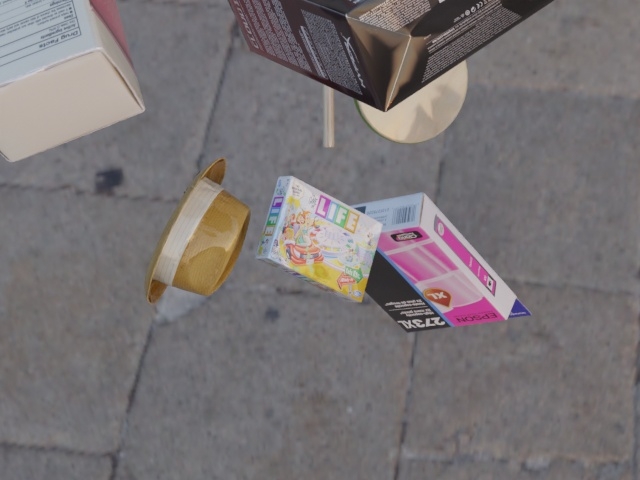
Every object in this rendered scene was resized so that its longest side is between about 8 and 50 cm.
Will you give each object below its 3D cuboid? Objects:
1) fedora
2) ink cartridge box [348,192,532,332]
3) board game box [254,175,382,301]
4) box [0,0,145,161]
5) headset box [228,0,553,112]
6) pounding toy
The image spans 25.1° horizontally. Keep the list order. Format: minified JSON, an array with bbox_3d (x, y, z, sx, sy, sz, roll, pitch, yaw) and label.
[{"bbox_3d":[-0.135,0.000,1.687,0.079,0.194,0.194,27,56,5],"label":"fedora"},{"bbox_3d":[0.159,0.057,2.136,0.175,0.371,0.069,-10,57,31],"label":"ink cartridge box"},{"bbox_3d":[0.000,0.000,1.708,0.026,0.154,0.103,-2,68,50],"label":"board game box"},{"bbox_3d":[-0.275,-0.217,1.358,0.148,0.127,0.232,-20,65,5],"label":"box"},{"bbox_3d":[0.050,-0.257,1.399,0.218,0.110,0.293,-35,33,-17],"label":"headset box"},{"bbox_3d":[0.087,-0.234,2.094,0.236,0.183,0.110,-8,13,-22],"label":"pounding toy"}]
